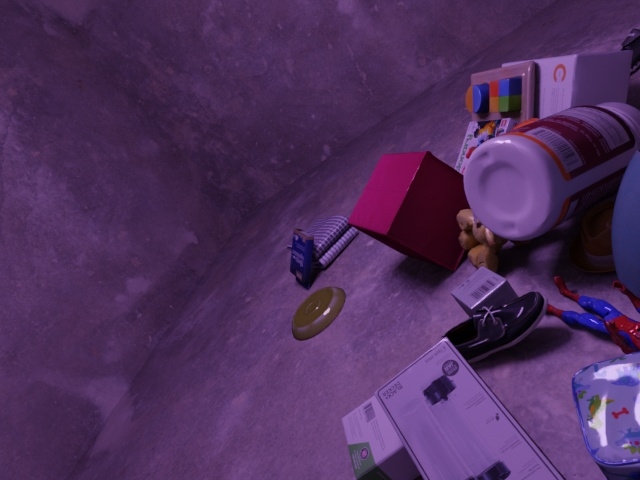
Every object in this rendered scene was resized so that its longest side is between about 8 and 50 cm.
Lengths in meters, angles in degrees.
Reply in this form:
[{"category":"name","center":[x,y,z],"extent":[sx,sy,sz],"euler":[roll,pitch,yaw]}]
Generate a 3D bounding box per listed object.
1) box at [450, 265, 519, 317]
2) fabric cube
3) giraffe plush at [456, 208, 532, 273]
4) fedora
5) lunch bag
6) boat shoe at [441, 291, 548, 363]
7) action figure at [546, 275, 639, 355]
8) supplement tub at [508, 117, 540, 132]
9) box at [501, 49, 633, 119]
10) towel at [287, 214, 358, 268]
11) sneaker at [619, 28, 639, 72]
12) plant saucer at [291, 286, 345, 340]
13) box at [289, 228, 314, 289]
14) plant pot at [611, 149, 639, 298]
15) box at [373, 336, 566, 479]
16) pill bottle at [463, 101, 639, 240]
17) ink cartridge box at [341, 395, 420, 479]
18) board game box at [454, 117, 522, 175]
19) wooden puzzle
[{"category":"box","center":[0.373,0.131,1.004],"extent":[0.101,0.087,0.102],"euler":[-40,19,1]},{"category":"fabric cube","center":[0.282,-0.093,1.310],"extent":[0.259,0.254,0.258],"euler":[-63,20,-2]},{"category":"giraffe plush","center":[0.456,-0.033,1.110],"extent":[0.171,0.210,0.181],"euler":[-18,53,-3]},{"category":"fedora","center":[0.596,-0.021,0.921],"extent":[0.194,0.079,0.194],"euler":[-36,20,16]},{"category":"lunch bag","center":[0.468,0.236,0.598],"extent":[0.219,0.090,0.176],"euler":[-30,22,30]},{"category":"boat shoe","center":[0.348,0.172,0.904],"extent":[0.233,0.079,0.084],"euler":[-45,14,36]},{"category":"action figure","center":[0.480,0.116,0.773],"extent":[0.091,0.139,0.280],"euler":[-43,22,-1]},{"category":"supplement tub","center":[0.589,-0.226,1.203],"extent":[0.117,0.190,0.117],"euler":[-35,20,15]},{"category":"box","center":[0.699,-0.429,1.320],"extent":[0.168,0.214,0.345],"euler":[-8,19,-7]},{"category":"towel","center":[0.000,0.000,1.939],"extent":[0.235,0.121,0.284],"euler":[-47,20,-19]},{"category":"sneaker","center":[0.977,-0.600,1.399],"extent":[0.234,0.106,0.078],"euler":[-38,19,9]},{"category":"plant saucer","center":[-0.017,0.245,1.574],"extent":[0.241,0.037,0.241],"euler":[-36,19,15]},{"category":"box","center":[-0.078,0.076,1.809],"extent":[0.037,0.225,0.136],"euler":[-2,15,-27]},{"category":"plant pot","center":[0.576,0.011,0.674],"extent":[0.290,0.290,0.195],"euler":[-87,13,-64]},{"category":"box","center":[0.232,0.320,0.702],"extent":[0.169,0.087,0.290],"euler":[-40,44,4]},{"category":"pill bottle","center":[0.531,-0.167,0.982],"extent":[0.392,0.224,0.224],"euler":[-23,11,-25]},{"category":"ink cartridge box","center":[0.163,0.369,0.880],"extent":[0.219,0.092,0.160],"euler":[-38,21,8]},{"category":"board game box","center":[0.484,-0.214,1.365],"extent":[0.193,0.053,0.305],"euler":[-147,73,-70]},{"category":"wooden puzzle","center":[0.559,-0.385,1.441],"extent":[0.081,0.322,0.348],"euler":[-9,15,-9]}]
